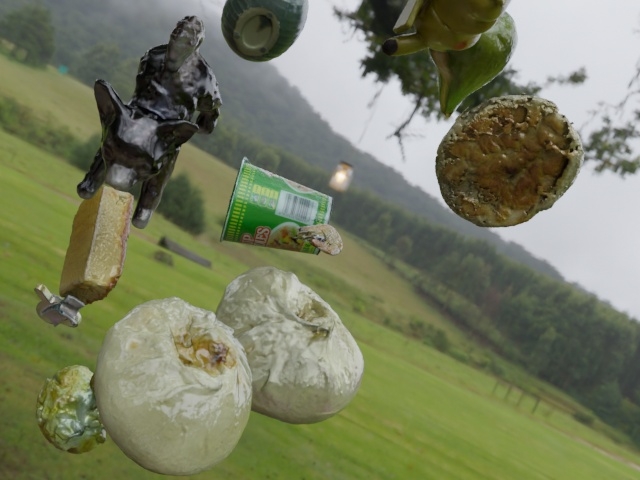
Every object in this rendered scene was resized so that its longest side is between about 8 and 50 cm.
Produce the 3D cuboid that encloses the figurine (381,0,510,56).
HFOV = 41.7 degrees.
[{"bbox_3d":[0.264,-0.466,1.655,0.169,0.218,0.327,41,-24,-3],"label":"figurine"}]

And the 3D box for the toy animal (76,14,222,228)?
[{"bbox_3d":[-0.310,-0.233,1.548,0.194,0.344,0.303,24,-34,-4],"label":"toy animal"}]

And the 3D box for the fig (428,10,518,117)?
[{"bbox_3d":[0.342,-0.424,1.989,0.206,0.275,0.206,9,31,-6],"label":"fig"}]

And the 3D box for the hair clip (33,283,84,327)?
[{"bbox_3d":[-0.688,0.177,2.187,0.159,0.071,0.218,43,-31,-21],"label":"hair clip"}]

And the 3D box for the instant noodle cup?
[{"bbox_3d":[-0.097,-0.066,1.957,0.232,0.207,0.207,15,3,-5],"label":"instant noodle cup"}]

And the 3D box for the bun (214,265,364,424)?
[{"bbox_3d":[-0.071,0.209,1.750,0.360,0.213,0.361,14,46,-15],"label":"bun"}]

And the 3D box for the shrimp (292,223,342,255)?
[{"bbox_3d":[0.000,0.000,1.334,0.108,0.023,0.059,-8,63,-53],"label":"shrimp"}]

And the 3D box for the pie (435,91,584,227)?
[{"bbox_3d":[0.341,-0.138,1.523,0.274,0.274,0.055,25,32,-13],"label":"pie"}]

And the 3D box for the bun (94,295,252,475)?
[{"bbox_3d":[-0.156,0.159,0.983,0.222,0.127,0.222,32,42,-35],"label":"bun"}]

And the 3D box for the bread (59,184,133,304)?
[{"bbox_3d":[-0.578,0.016,2.171,0.114,0.275,0.184,22,-28,-31],"label":"bread"}]

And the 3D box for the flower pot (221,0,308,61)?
[{"bbox_3d":[-0.132,-0.529,1.974,0.189,0.243,0.157,29,44,-15],"label":"flower pot"}]

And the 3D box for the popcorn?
[{"bbox_3d":[-0.525,0.364,1.849,0.198,0.212,0.198,51,17,-22],"label":"popcorn"}]
